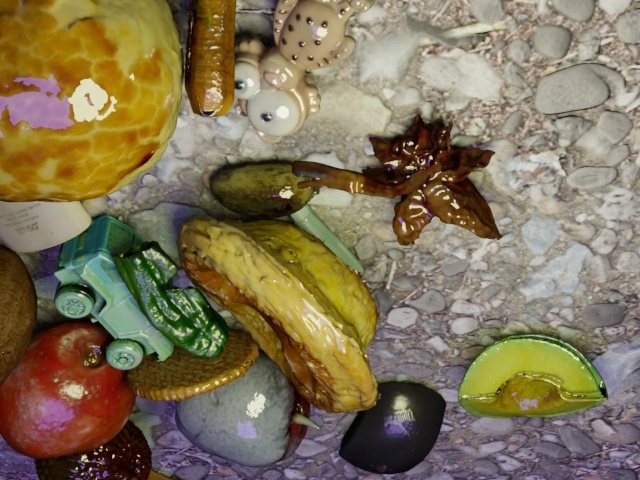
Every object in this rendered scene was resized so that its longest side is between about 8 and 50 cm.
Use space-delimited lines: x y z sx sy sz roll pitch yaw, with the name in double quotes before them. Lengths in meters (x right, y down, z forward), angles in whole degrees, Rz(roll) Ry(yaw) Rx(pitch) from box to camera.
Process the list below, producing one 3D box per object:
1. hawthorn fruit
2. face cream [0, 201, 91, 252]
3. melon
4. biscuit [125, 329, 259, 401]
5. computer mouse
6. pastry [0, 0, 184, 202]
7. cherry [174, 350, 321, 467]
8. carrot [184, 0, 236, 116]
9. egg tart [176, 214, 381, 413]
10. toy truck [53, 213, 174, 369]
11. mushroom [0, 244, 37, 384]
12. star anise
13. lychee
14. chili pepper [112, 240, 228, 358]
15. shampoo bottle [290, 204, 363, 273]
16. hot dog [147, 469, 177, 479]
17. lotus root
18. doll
"hawthorn fruit" -0.480 0.283 1.790 0.284 0.284 0.284 3 134 4
"face cream" -0.532 -0.128 1.533 0.174 0.081 0.348 -13 131 19
"melon" 0.387 0.260 1.779 0.265 0.129 0.169 -3 155 5
"biscuit" -0.233 0.226 1.725 0.254 0.254 0.035 -7 109 13
"computer mouse" 0.151 0.402 1.949 0.170 0.100 0.269 18 133 -7
"pastry" -0.371 -0.215 1.273 0.389 0.312 0.388 4 138 3
"cherry" -0.137 0.323 1.817 0.296 0.218 0.255 2 164 15
"carrot" -0.141 -0.297 1.264 0.070 0.070 0.260 7 105 1
"egg tart" -0.046 0.095 1.558 0.443 0.178 0.443 41 163 15
"toy truck" -0.353 0.094 1.679 0.156 0.155 0.279 -23 127 16
"mushroom" -0.638 0.156 1.669 0.239 0.345 0.345 7 138 -29
"star anise" 0.123 -0.083 1.455 0.347 0.148 0.237 12 132 -18
"lychee" -0.487 0.471 2.011 0.271 0.236 0.236 7 139 32
"chili pepper" -0.251 0.103 1.596 0.099 0.083 0.253 -39 119 -5
"shampoo bottle" 0.000 0.000 1.619 0.069 0.041 0.190 -12 131 33
"hot dog" -0.390 0.587 2.212 0.250 0.068 0.100 26 132 -16
"lotus root" -0.091 -0.080 1.526 0.179 0.080 0.089 -3 132 8
"doll" -0.041 -0.265 1.324 0.154 0.119 0.278 31 125 -4
